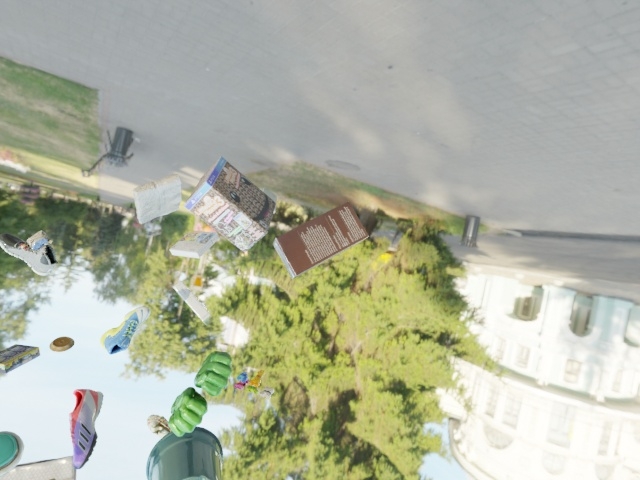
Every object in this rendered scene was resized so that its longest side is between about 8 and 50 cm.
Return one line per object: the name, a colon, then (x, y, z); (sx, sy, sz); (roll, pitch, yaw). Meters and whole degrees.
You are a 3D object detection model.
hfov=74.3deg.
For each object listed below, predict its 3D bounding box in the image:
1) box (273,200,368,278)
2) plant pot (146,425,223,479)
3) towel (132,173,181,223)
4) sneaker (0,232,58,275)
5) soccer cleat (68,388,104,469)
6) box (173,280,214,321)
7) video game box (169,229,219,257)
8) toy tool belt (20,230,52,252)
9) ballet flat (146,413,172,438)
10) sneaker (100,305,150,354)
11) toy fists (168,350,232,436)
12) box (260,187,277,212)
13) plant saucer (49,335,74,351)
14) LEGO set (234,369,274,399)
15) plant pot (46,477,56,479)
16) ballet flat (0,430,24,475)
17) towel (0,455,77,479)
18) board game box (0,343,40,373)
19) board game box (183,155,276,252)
box: (0.000, 0.000, 1.888); (0.381, 0.191, 0.143); (-27, 174, -17)
plant pot: (-0.558, 1.026, 1.783); (0.340, 0.342, 0.334); (14, 178, -21)
towel: (-0.671, -0.166, 1.745); (0.187, 0.049, 0.282); (-27, 168, -26)
sneaker: (-1.156, 0.031, 1.699); (0.132, 0.086, 0.229); (-30, 119, 23)
soccer cleat: (-0.965, 0.749, 1.698); (0.116, 0.108, 0.318); (36, -155, -38)
box: (-0.661, 0.335, 2.223); (0.232, 0.058, 0.322); (48, 163, 3)
video game box: (-0.697, 0.018, 2.340); (0.205, 0.187, 0.048); (5, 131, 28)
toy tool belt: (-0.913, 0.012, 1.360); (0.051, 0.083, 0.052); (48, 162, -2)
ballet flat: (-0.759, 0.904, 2.024); (0.240, 0.091, 0.077); (13, 180, 24)
sneaker: (-0.814, 0.393, 1.797); (0.126, 0.240, 0.091); (41, 168, 40)
toy fists: (-0.378, 0.477, 1.339); (0.096, 0.279, 0.142); (43, 164, -23)
box: (-0.347, -0.151, 2.120); (0.275, 0.113, 0.094); (-26, 138, 33)
plant saucer: (-0.981, 0.389, 1.602); (0.083, 0.015, 0.083); (9, -153, -5)
LEGO set: (-0.316, 0.679, 2.051); (0.227, 0.087, 0.093); (5, -150, 34)
plant pot: (-0.973, 0.904, 1.505); (0.081, 0.082, 0.083); (-6, -139, -23)
ballet flat: (-0.877, 0.552, 0.916); (0.400, 0.139, 0.139); (-14, -165, -37)
towel: (-1.245, 1.127, 1.826); (0.331, 0.317, 0.053); (-4, 151, -14)
board game box: (-1.375, 0.523, 1.876); (0.140, 0.048, 0.170); (4, -167, 15)
board game box: (-0.337, -0.140, 1.626); (0.291, 0.141, 0.232); (40, -153, -22)
